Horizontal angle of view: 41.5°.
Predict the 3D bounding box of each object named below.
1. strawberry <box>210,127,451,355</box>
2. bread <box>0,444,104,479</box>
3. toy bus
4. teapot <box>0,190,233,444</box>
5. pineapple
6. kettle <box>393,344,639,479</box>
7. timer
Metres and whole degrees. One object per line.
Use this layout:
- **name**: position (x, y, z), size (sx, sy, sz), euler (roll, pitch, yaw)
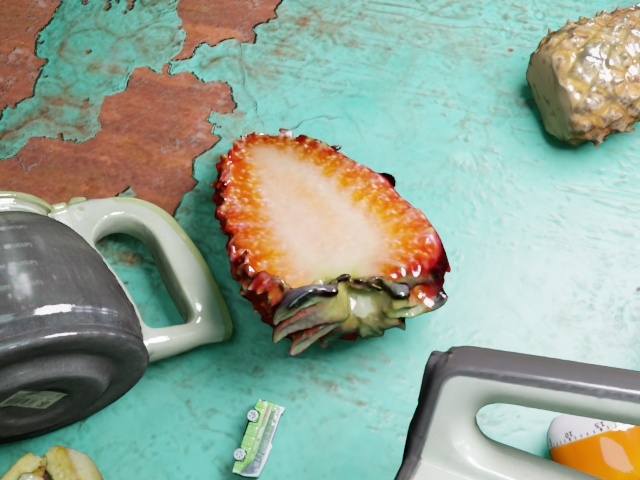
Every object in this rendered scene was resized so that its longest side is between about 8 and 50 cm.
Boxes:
- **strawberry**: position (0.000, 0.000, 0.948), size (0.234, 0.137, 0.306), euler (-8, 41, -16)
- **bread**: position (-0.263, 0.275, 0.877), size (0.156, 0.103, 0.110), euler (16, 60, 7)
- **toy bus**: position (-0.068, 0.214, 0.907), size (0.037, 0.031, 0.083), euler (18, 72, 3)
- **teapot**: position (-0.286, 0.052, 0.885), size (0.322, 0.239, 0.239), euler (-23, 65, -2)
- **pineapple**: position (0.393, -0.226, 0.959), size (0.310, 0.141, 0.170), euler (-22, 105, -6)
- **kettle**: position (0.233, 0.278, 0.699), size (0.377, 0.250, 0.361), euler (18, 111, 16)
- **timer**: position (0.296, 0.217, 0.829), size (0.136, 0.099, 0.136), euler (-2, 81, 14)
